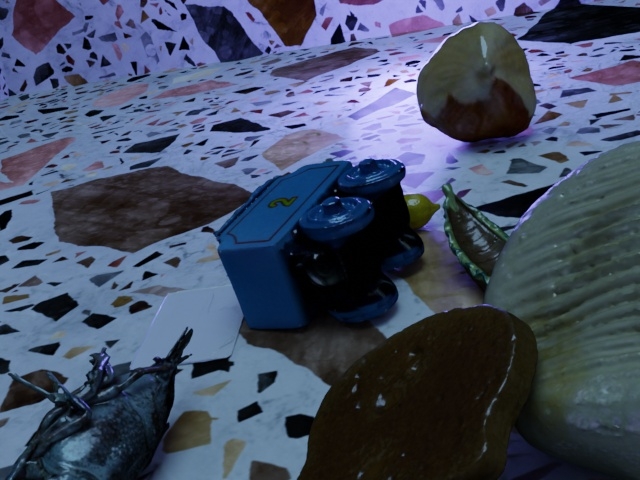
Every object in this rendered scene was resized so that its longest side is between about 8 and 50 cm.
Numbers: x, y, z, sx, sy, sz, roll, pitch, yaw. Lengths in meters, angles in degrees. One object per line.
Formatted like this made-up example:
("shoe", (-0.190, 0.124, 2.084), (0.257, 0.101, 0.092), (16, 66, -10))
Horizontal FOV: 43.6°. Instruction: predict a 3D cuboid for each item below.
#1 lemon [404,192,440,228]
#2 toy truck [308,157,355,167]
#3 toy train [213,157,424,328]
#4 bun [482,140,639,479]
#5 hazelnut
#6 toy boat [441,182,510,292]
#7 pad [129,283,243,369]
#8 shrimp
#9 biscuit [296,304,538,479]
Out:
("lemon", (0.162, -0.051, 1.386), (0.092, 0.065, 0.065), (-5, 25, 20))
("toy truck", (0.059, -0.109, 1.544), (0.115, 0.080, 0.178), (-19, 25, -28))
("toy train", (0.000, 0.000, 1.215), (0.265, 0.188, 0.300), (-4, 28, 29))
("bun", (0.340, 0.076, 0.791), (0.365, 0.219, 0.365), (-34, 33, 26))
("hazelnut", (0.338, -0.332, 1.700), (0.261, 0.261, 0.241), (-4, -3, 16))
("toy boat", (0.250, 0.017, 1.160), (0.108, 0.099, 0.293), (-16, 32, -12))
("pad", (-0.193, 0.126, 1.230), (0.156, 0.004, 0.232), (-9, 24, 8))
("shrimp", (-0.256, 0.197, 0.901), (0.137, 0.172, 0.372), (-10, 30, 18))
("biscuit", (0.088, 0.177, 0.778), (0.273, 0.049, 0.257), (-31, 24, 40))
